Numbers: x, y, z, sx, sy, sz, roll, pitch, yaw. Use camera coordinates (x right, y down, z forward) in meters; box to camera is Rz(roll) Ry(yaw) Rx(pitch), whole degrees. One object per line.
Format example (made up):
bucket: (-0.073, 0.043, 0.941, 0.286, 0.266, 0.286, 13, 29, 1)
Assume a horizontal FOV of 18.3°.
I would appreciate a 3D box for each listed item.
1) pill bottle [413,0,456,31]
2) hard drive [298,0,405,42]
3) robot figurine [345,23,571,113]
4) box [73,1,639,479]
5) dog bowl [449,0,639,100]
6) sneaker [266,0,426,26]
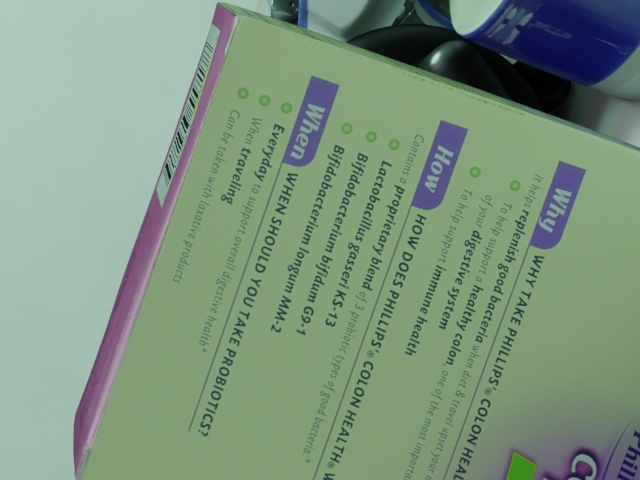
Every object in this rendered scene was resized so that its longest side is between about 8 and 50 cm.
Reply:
pill bottle: (0.123, -0.204, 1.357, 0.078, 0.078, 0.137, -86, 18, -57)
hard drive: (0.048, -0.202, 1.294, 0.210, 0.040, 0.319, -60, -2, -5)
robot figurine: (0.040, -0.033, 1.208, 0.278, 0.209, 0.174, 144, 131, -73)
box: (0.035, 0.032, 0.907, 0.117, 0.243, 0.214, -124, 53, -79)
dog bowl: (0.165, -0.215, 1.064, 0.265, 0.104, 0.265, -161, 90, -81)
sneaker: (0.040, -0.210, 1.610, 0.101, 0.153, 0.269, -103, 33, -72)
